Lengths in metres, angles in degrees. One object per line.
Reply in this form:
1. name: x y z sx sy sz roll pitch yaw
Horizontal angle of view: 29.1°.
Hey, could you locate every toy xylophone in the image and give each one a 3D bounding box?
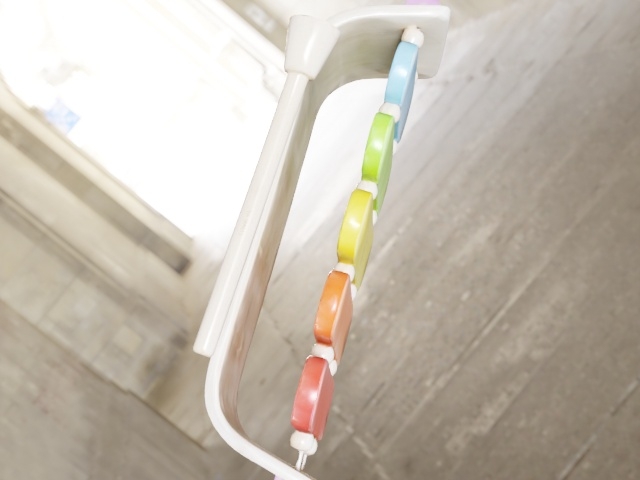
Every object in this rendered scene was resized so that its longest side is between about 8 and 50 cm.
1. toy xylophone: 0.000 0.000 0.737 0.236 0.081 0.323 44 -119 -85
